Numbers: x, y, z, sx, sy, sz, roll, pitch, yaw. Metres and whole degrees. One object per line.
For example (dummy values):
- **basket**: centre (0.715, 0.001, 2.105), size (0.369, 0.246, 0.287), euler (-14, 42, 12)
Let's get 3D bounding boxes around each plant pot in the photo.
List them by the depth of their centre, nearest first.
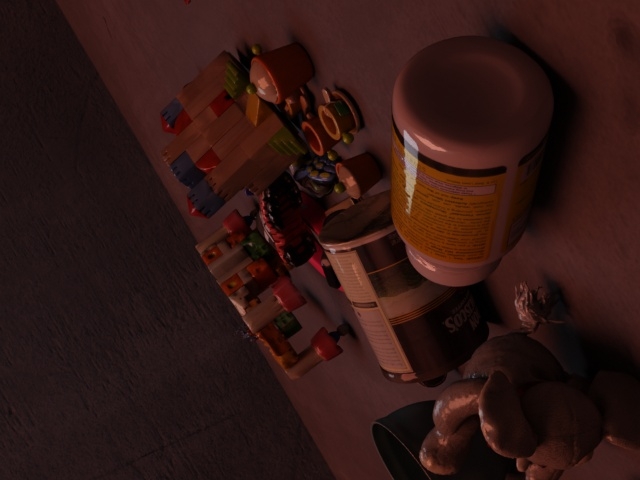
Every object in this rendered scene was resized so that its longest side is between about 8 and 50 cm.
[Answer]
- **plant pot**: centre (0.265, 0.440, 1.918), size (0.293, 0.196, 0.293), euler (52, 163, 24)

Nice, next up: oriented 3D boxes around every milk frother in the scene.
- **milk frother**: centre (0.080, 0.029, 1.865), size (0.143, 0.129, 0.135), euler (2, 139, 16)

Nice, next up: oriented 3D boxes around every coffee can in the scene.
- **coffee can**: centre (0.141, 0.073, 1.605), size (0.275, 0.201, 0.201), euler (64, 164, -17)

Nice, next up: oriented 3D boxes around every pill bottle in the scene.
- **pill bottle**: centre (0.183, -0.083, 1.217), size (0.188, 0.188, 0.334), euler (50, 162, 28)
- **pill bottle**: centre (-0.048, -0.167, 2.026), size (0.043, 0.043, 0.083), euler (37, 154, 53)

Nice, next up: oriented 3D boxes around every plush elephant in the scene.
- **plush elephant**: centre (0.306, 0.258, 1.329), size (0.255, 0.271, 0.330), euler (-98, 12, -63)

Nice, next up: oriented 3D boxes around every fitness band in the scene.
- **fitness band**: centre (0.000, 0.000, 2.187), size (0.291, 0.054, 0.209), euler (43, 161, 46)

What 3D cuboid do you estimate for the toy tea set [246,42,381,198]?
- **toy tea set**: centre (-0.026, -0.211, 1.730), size (0.336, 0.124, 0.200), euler (50, 162, 29)

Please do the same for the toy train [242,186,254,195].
- **toy train**: centre (-0.154, -0.237, 2.165), size (0.143, 0.105, 0.248), euler (-115, 20, -74)

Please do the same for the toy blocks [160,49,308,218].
- **toy blocks**: centre (-0.207, -0.205, 1.944), size (0.190, 0.261, 0.381), euler (38, -168, -51)

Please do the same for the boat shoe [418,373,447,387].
- **boat shoe**: centre (0.193, 0.180, 1.836), size (0.092, 0.102, 0.285), euler (41, 151, 60)

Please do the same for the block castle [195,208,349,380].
- **block castle**: centre (-0.127, 0.124, 2.522), size (0.303, 0.212, 0.453), euler (56, 176, -38)

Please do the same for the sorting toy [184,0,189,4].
- **sorting toy**: centre (-0.310, -0.586, 2.047), size (0.132, 0.046, 0.274), euler (62, 164, -11)

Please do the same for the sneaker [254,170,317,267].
- **sneaker**: centre (-0.094, -0.064, 2.051), size (0.135, 0.097, 0.276), euler (42, 160, 38)

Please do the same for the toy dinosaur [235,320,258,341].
- **toy dinosaur**: centre (-0.188, 0.253, 2.543), size (0.082, 0.047, 0.090), euler (34, 178, -35)

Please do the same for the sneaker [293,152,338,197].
- **sneaker**: centre (0.005, -0.130, 1.925), size (0.078, 0.067, 0.188), euler (42, 167, -13)

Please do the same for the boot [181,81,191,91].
- **boot**: centre (-0.270, -0.267, 2.425), size (0.248, 0.090, 0.207), euler (49, 160, 20)

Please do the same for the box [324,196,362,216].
- **box**: centre (0.083, -0.009, 1.963), size (0.164, 0.021, 0.201), euler (58, 163, -2)
